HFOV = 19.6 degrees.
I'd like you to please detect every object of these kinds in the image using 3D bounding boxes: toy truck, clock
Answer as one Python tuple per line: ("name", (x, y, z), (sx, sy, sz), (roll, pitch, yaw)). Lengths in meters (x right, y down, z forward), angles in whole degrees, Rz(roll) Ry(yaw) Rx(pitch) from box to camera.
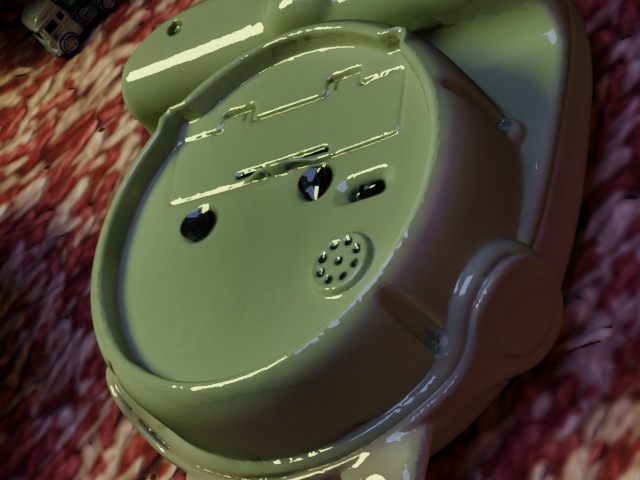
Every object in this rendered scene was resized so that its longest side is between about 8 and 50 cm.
("toy truck", (-0.168, -0.169, 1.266), (0.083, 0.044, 0.039), (-50, 37, -3))
("clock", (0.000, 0.000, 0.934), (0.265, 0.108, 0.324), (-16, 50, 31))

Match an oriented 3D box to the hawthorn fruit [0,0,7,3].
("hawthorn fruit", (-0.277, -0.288, 1.272), (0.275, 0.275, 0.300), (-8, 89, 37))
